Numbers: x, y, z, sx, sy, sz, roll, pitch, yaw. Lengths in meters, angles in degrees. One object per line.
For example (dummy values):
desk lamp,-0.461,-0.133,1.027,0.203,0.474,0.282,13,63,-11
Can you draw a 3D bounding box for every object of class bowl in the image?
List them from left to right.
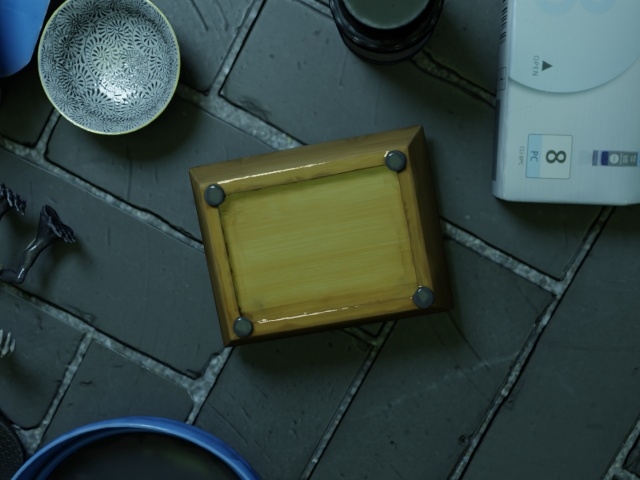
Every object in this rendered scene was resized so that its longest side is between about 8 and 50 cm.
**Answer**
bowl,-0.243,-0.212,1.007,0.170,0.080,0.170,0,96,3
bowl,-0.229,0.412,1.073,0.391,0.077,0.391,0,96,4

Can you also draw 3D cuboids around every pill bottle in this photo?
pill bottle,0.072,-0.261,0.910,0.122,0.219,0.123,0,96,4

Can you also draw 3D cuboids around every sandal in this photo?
sandal,-0.441,0.231,1.086,0.067,0.040,0.179,-37,93,10

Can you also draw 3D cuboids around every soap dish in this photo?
soap dish,0.000,0.000,0.994,0.290,0.118,0.229,-10,95,4

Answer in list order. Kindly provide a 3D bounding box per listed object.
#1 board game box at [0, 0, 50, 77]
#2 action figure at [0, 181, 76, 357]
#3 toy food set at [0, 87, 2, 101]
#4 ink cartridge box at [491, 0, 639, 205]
board game box,-0.361,-0.275,1.014,0.133,0.033,0.169,25,98,34
action figure,-0.436,0.063,1.015,0.164,0.141,0.276,39,94,-28
toy food set,-0.556,-0.113,1.018,0.219,0.092,0.306,29,97,-8
ink cartridge box,0.400,-0.193,0.961,0.385,0.091,0.308,2,96,5
